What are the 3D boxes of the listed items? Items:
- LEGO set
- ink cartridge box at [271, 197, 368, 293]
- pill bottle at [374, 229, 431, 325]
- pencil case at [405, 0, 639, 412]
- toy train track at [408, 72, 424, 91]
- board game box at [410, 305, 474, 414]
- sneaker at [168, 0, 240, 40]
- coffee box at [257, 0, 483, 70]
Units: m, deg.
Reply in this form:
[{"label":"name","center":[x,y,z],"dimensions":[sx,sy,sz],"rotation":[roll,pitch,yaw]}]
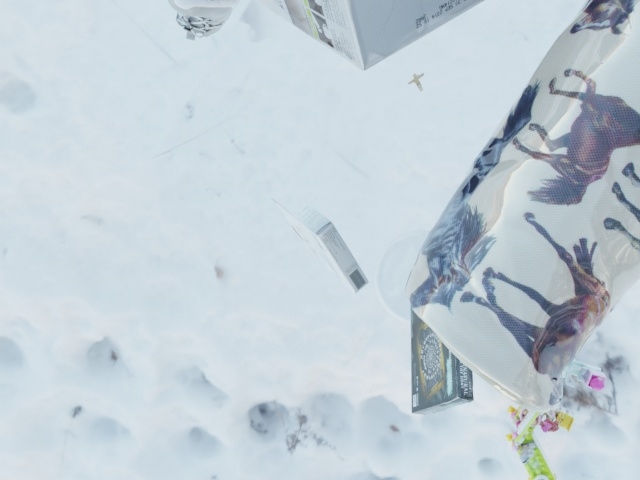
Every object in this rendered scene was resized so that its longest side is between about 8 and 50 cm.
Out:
[{"label":"LEGO set","center":[0.351,0.324,0.990],"dimensions":[0.132,0.107,0.287],"rotation":[10,104,19]},{"label":"ink cartridge box","center":[0.000,0.000,1.763],"dimensions":[0.060,0.239,0.275],"rotation":[-41,133,-8]},{"label":"pill bottle","center":[0.227,0.088,1.193],"dimensions":[0.169,0.301,0.169],"rotation":[-6,76,26]},{"label":"pencil case","center":[0.232,-0.059,0.514],"dimensions":[0.183,0.160,0.410],"rotation":[31,98,-15]},{"label":"toy train track","center":[0.254,-0.407,1.643],"dimensions":[0.048,0.083,0.014],"rotation":[-31,129,19]},{"label":"board game box","center":[0.159,0.130,0.848],"dimensions":[0.026,0.186,0.126],"rotation":[11,155,-16]},{"label":"sneaker","center":[-0.210,-0.407,1.139],"dimensions":[0.105,0.281,0.115],"rotation":[31,108,-4]},{"label":"coffee box","center":[0.017,-0.307,0.635],"dimensions":[0.168,0.297,0.119],"rotation":[-33,136,-12]}]
